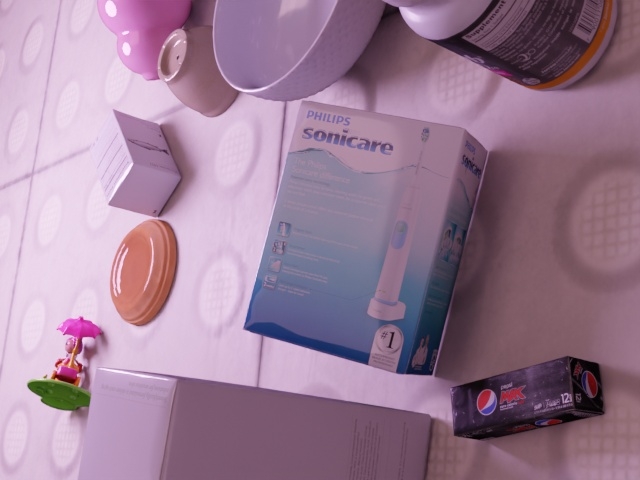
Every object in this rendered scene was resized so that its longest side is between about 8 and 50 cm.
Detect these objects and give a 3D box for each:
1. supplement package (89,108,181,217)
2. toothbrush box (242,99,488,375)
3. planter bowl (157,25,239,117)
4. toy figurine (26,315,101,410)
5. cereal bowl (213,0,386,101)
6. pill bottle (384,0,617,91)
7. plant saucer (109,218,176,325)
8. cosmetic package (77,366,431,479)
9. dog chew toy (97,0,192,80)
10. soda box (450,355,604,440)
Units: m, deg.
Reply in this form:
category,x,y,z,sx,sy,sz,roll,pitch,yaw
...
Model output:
category,x,y,z,sx,sy,sz,roll,pitch,yaw
supplement package,-0.347,-0.144,1.895,0.105,0.105,0.179,-54,42,24
toothbrush box,0.057,-0.003,1.242,0.216,0.126,0.295,12,88,22
planter bowl,-0.217,-0.310,1.788,0.162,0.109,0.162,-23,60,45
toy figurine,-0.474,0.228,1.944,0.173,0.130,0.159,123,161,-60
cereal bowl,-0.011,-0.363,1.518,0.339,0.141,0.338,-22,61,47
pill bottle,0.186,-0.281,1.124,0.162,0.279,0.162,-24,58,46
plant saucer,-0.332,0.054,1.859,0.200,0.037,0.199,-21,61,46
cosmetic package,-0.071,0.249,1.183,0.197,0.366,0.155,-2,76,51
dog chew toy,-0.334,-0.469,1.915,0.207,0.207,0.331,-1,99,52
soda box,0.220,0.173,1.099,0.169,0.053,0.060,-25,58,44
